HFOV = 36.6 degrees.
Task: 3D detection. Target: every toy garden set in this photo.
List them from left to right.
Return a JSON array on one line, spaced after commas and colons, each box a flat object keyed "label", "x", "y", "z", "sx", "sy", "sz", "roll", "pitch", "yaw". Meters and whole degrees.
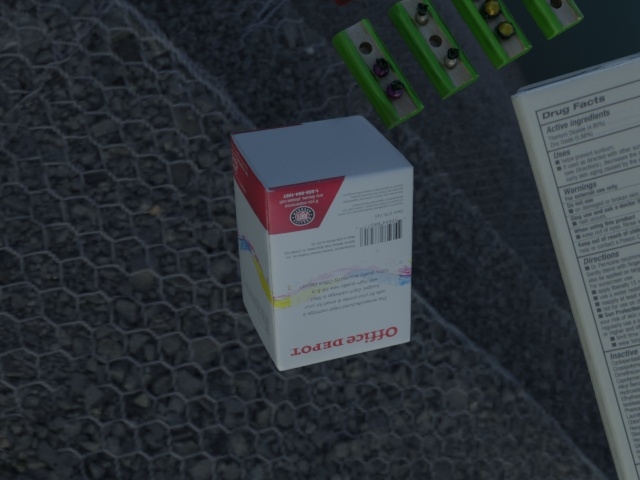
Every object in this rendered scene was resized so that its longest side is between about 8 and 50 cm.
[{"label": "toy garden set", "x": 0.120, "y": -0.259, "z": 0.976, "sx": 0.244, "sy": 0.049, "sz": 0.204, "roll": -31, "pitch": 84, "yaw": -12}]

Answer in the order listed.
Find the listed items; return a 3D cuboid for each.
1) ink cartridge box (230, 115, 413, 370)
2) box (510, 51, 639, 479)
[{"label": "ink cartridge box", "x": 0.000, "y": 0.000, "z": 0.847, "sx": 0.128, "sy": 0.127, "sz": 0.176, "roll": -10, "pitch": 119, "yaw": -16}, {"label": "box", "x": 0.252, "y": 0.020, "z": 0.706, "sx": 0.121, "sy": 0.148, "sz": 0.311, "roll": -28, "pitch": 103, "yaw": -73}]
